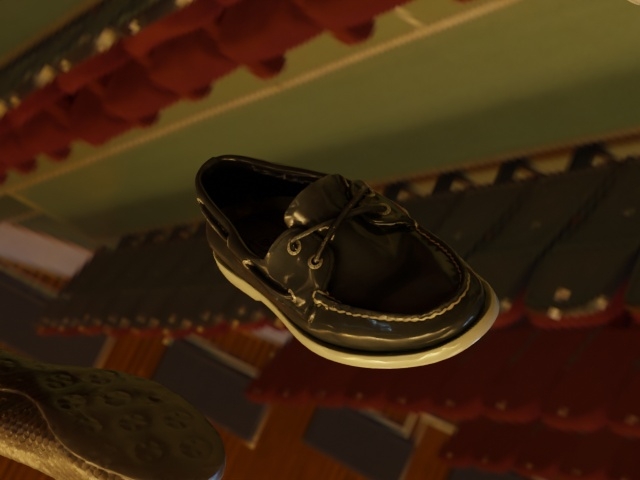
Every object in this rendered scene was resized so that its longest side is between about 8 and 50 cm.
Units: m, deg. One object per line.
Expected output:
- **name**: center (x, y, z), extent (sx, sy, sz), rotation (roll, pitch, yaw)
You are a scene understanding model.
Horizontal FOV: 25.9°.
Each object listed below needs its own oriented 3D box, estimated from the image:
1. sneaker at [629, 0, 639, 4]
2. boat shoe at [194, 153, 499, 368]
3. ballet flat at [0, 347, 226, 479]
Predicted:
- **sneaker**: center (0.395, -0.283, 1.487), extent (0.262, 0.099, 0.121), rotation (29, 163, 3)
- **boat shoe**: center (0.003, -0.003, 1.098), extent (0.340, 0.127, 0.113), rotation (30, 151, 56)
- **ballet flat**: center (-0.164, 0.110, 0.829), extent (0.249, 0.084, 0.058), rotation (15, 119, 25)
